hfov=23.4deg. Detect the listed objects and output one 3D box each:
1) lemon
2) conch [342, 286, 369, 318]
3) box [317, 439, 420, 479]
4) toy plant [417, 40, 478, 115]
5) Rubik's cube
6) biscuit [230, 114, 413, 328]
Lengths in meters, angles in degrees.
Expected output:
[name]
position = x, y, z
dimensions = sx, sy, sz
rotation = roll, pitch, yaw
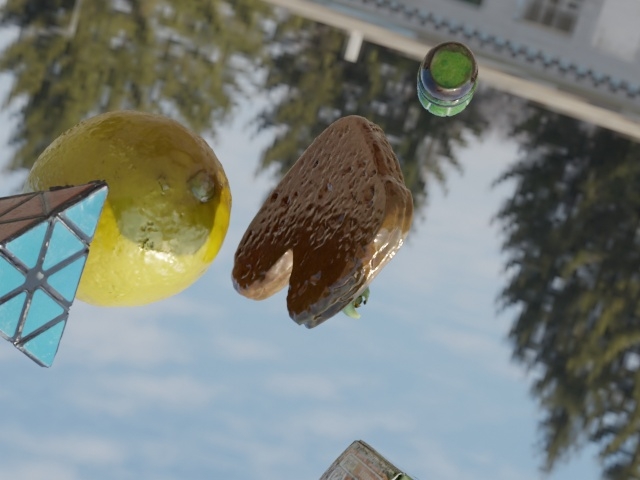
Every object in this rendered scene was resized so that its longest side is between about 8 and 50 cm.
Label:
[lemon]
position = -0.227, -0.035, 1.798
dimensions = 0.236, 0.263, 0.236
rotation = 38, -150, -26
[conch]
position = 0.030, 0.066, 2.292
dimensions = 0.079, 0.106, 0.170
rotation = -24, -141, -8
[box]
position = 0.055, 0.309, 1.478
dimensions = 0.148, 0.177, 0.195
rotation = 36, 176, -9
[toy plant]
position = 0.188, -0.238, 2.315
dimensions = 0.092, 0.093, 0.162
rotation = 17, 171, 2
[Rubik's cube]
position = -0.323, 0.046, 1.599
dimensions = 0.211, 0.178, 0.190
rotation = -30, -151, -31
[biscuit]
position = 0.002, 0.001, 1.722
dimensions = 0.052, 0.262, 0.277
rotation = 28, -160, -25
